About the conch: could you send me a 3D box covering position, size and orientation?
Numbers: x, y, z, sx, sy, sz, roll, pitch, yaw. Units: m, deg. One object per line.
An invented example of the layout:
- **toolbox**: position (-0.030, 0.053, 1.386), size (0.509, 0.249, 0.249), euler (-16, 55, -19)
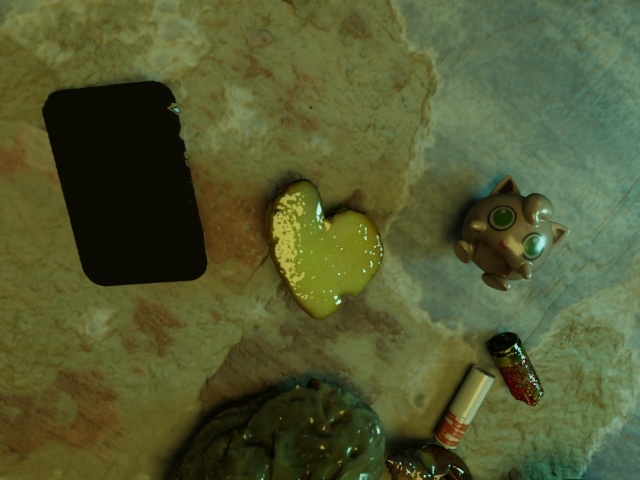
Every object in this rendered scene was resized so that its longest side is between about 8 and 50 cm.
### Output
- **conch**: position (0.175, 0.356, 1.034), size (0.232, 0.080, 0.086), euler (10, 130, -38)

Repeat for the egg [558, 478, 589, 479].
- **egg**: position (0.391, 0.529, 1.042), size (0.250, 0.250, 0.322), euler (11, 107, -16)

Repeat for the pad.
- **pad**: position (-0.154, -0.076, 0.826), size (0.323, 0.055, 0.250), euler (-10, 109, -10)

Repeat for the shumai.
- **shumai**: position (-0.053, 0.357, 0.866), size (0.346, 0.283, 0.217), euler (-20, 112, -5)

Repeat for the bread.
- **bread**: position (0.000, 0.000, 0.889), size (0.149, 0.065, 0.188), euler (-30, 109, -14)

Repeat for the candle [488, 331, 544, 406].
- **candle**: position (0.302, 0.203, 1.025), size (0.052, 0.052, 0.131), euler (-31, 110, -3)

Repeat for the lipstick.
- **lipstick**: position (0.220, 0.256, 1.028), size (0.038, 0.038, 0.131), euler (24, 100, -19)

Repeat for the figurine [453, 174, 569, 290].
- **figurine**: position (0.256, -0.007, 0.911), size (0.138, 0.125, 0.125), euler (-43, 112, -9)
